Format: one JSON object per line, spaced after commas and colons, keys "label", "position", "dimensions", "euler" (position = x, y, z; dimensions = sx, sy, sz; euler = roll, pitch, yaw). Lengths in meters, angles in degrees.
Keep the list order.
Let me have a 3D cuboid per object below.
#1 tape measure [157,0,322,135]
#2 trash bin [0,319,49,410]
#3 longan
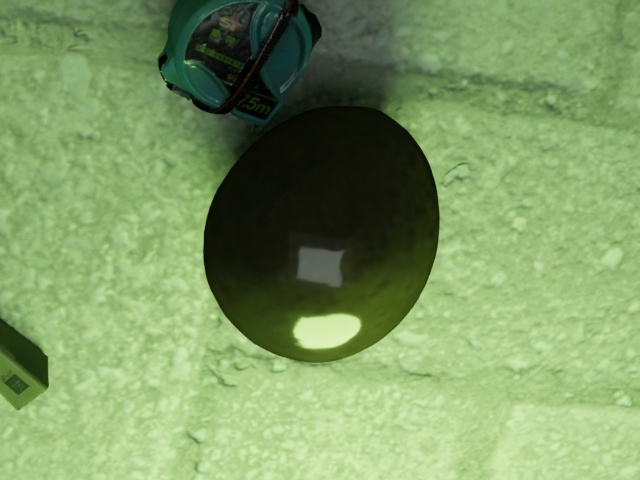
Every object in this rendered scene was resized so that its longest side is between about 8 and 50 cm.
{"label": "tape measure", "position": [-0.075, -0.177, 1.708], "dimensions": [0.125, 0.081, 0.146], "euler": [23, 115, -28]}
{"label": "trash bin", "position": [-0.314, 0.114, 1.863], "dimensions": [0.043, 0.061, 0.092], "euler": [-37, 120, 13]}
{"label": "longan", "position": [0.000, 0.000, 1.769], "dimensions": [0.246, 0.215, 0.246], "euler": [-32, 165, -9]}
